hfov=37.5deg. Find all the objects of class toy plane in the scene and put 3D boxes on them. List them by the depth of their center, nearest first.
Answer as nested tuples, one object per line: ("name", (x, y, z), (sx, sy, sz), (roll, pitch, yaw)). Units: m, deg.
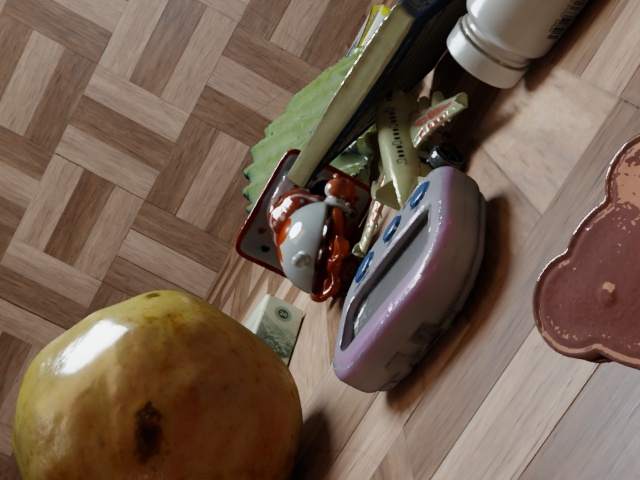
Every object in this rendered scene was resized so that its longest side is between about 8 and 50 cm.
("toy plane", (0.103, -0.097, 1.095), (0.242, 0.104, 0.256), (-58, 10, 37))

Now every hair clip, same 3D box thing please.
("hair clip", (0.162, 0.035, 0.409), (0.123, 0.102, 0.138), (-60, 10, 32))

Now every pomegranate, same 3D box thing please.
("pomegranate", (-0.186, 0.207, 1.083), (0.342, 0.343, 0.342), (-59, 10, 17))

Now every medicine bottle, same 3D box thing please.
("medicine bottle", (0.213, -0.251, 0.944), (0.186, 0.103, 0.102), (-56, 11, 37))

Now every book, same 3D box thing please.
("book", (0.129, -0.261, 1.245), (0.428, 0.039, 0.300), (-45, -6, -47))

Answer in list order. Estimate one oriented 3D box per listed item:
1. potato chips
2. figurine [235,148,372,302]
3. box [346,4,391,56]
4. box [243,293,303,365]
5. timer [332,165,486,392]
("potato chips", (-0.009, -0.172, 1.646), (0.429, 0.070, 0.358), (-17, 52, 54))
("figurine", (0.000, 0.000, 1.303), (0.183, 0.160, 0.226), (-61, 19, 8))
("box", (0.088, -0.311, 1.799), (0.265, 0.097, 0.168), (-60, 10, 12))
("box", (-0.115, 0.228, 1.439), (0.164, 0.069, 0.256), (-53, 14, 42))
("timer", (0.086, 0.039, 0.904), (0.208, 0.069, 0.190), (-54, 12, 35))
